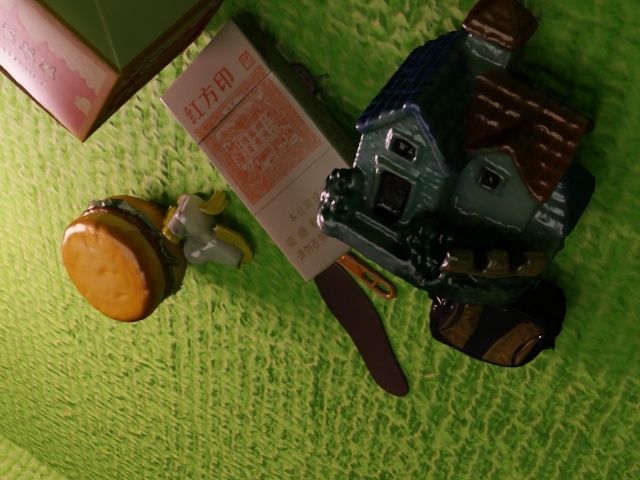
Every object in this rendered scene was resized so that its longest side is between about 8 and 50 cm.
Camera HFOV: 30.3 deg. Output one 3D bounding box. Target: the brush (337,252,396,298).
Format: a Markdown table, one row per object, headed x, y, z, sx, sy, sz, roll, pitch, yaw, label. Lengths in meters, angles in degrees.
| x | y | z | sx | sy | sz | roll | pitch | yaw | label |
| --- | --- | --- | --- | --- | --- | --- | --- | --- | --- |
| 0.000 | 0.000 | 1.957 | 0.314 | 0.017 | 0.090 | 37 | 146 | 4 | brush |

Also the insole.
| x | y | z | sx | sy | sz | roll | pitch | yaw | label |
| --- | --- | --- | --- | --- | --- | --- | --- | --- | --- |
| 0.074 | 0.157 | 2.069 | 0.111 | 0.007 | 0.328 | 2 | 131 | 44 | insole |

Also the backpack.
| x | y | z | sx | sy | sz | roll | pitch | yaw | label |
| --- | --- | --- | --- | --- | --- | --- | --- | --- | --- |
| 0.253 | 0.109 | 1.743 | 0.206 | 0.133 | 0.258 | 27 | 151 | 4 | backpack |

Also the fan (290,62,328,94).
| x | y | z | sx | sy | sz | roll | pitch | yaw | label |
| --- | --- | --- | --- | --- | --- | --- | --- | --- | --- |
| -0.019 | -0.235 | 1.716 | 0.083 | 0.004 | 0.056 | -1 | 128 | 45 | fan |

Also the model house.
| x | y | z | sx | sy | sz | roll | pitch | yaw | label |
| --- | --- | --- | --- | --- | --- | --- | --- | --- | --- |
| 0.198 | -0.120 | 1.440 | 0.295 | 0.252 | 0.329 | 33 | 139 | 12 | model house |

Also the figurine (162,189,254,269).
| x | y | z | sx | sy | sz | roll | pitch | yaw | label |
| --- | --- | --- | --- | --- | --- | --- | --- | --- | --- |
| -0.196 | -0.007 | 2.081 | 0.130 | 0.109 | 0.178 | -12 | 127 | 24 | figurine |

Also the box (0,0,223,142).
| x | y | z | sx | sy | sz | roll | pitch | yaw | label |
| --- | --- | --- | --- | --- | --- | --- | --- | --- | --- |
| -0.310 | -0.340 | 1.631 | 0.259 | 0.283 | 0.214 | 44 | 147 | -5 | box |

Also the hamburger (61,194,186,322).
| x | y | z | sx | sy | sz | roll | pitch | yaw | label |
| --- | --- | --- | --- | --- | --- | --- | --- | --- | --- |
| -0.349 | 0.021 | 2.184 | 0.246 | 0.170 | 0.246 | 18 | 128 | 25 | hamburger |

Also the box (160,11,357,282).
| x | y | z | sx | sy | sz | roll | pitch | yaw | label |
| --- | --- | --- | --- | --- | --- | --- | --- | --- | --- |
| -0.062 | -0.133 | 1.743 | 0.365 | 0.051 | 0.204 | 52 | 130 | 1 | box |
